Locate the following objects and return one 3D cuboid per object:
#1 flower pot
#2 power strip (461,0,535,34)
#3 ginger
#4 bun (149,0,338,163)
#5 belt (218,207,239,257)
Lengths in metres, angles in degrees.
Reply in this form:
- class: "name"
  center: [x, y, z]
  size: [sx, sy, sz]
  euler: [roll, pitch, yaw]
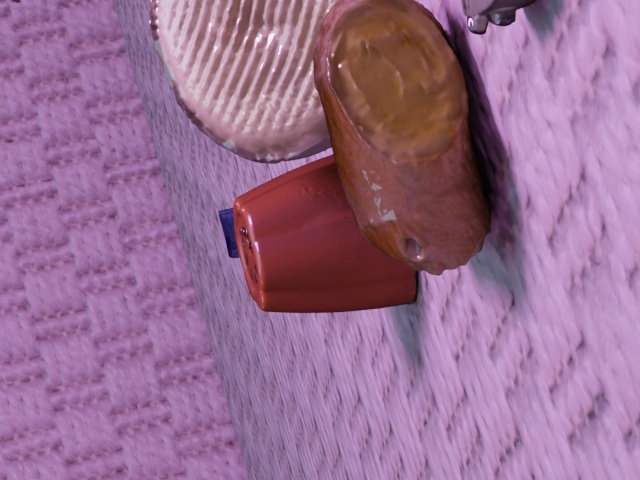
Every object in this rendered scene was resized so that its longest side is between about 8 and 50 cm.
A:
- class: "flower pot"
  center: [0.000, 0.000, 1.742]
  size: [0.190, 0.173, 0.190]
  euler: [166, 90, -80]
- class: "power strip"
  center: [0.113, -0.301, 1.182]
  size: [0.080, 0.048, 0.285]
  euler: [166, 91, -76]
- class: "ginger"
  center: [0.071, -0.091, 1.423]
  size: [0.221, 0.130, 0.275]
  euler: [81, 177, -64]
- class: "bun"
  center: [-0.037, -0.227, 1.607]
  size: [0.146, 0.287, 0.287]
  euler: [-41, -52, -55]
- class: "belt"
  center: [-0.058, -0.027, 2.050]
  size: [0.190, 0.141, 0.082]
  euler: [177, 78, -77]
